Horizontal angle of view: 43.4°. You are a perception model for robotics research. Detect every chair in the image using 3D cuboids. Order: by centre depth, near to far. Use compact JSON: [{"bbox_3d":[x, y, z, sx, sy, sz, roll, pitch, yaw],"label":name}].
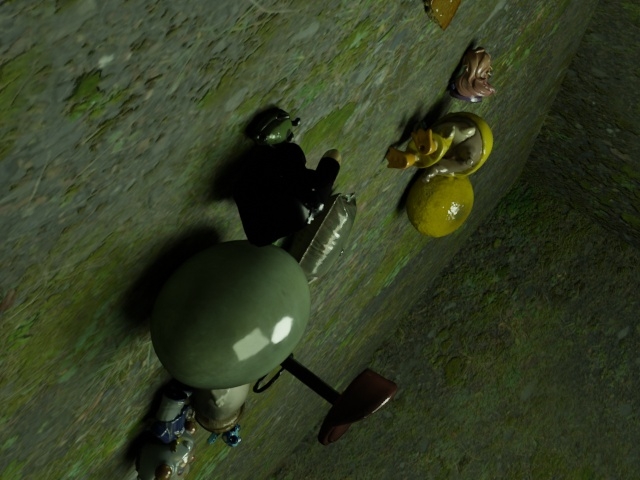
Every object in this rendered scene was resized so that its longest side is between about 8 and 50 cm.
[{"bbox_3d":[-0.027,0.337,1.970,0.226,0.401,0.226,-49,162,-23],"label":"chair"}]

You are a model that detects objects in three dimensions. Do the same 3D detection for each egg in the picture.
[{"bbox_3d":[-0.158,0.131,1.469,0.352,0.258,0.258,-22,143,-57],"label":"egg"}]

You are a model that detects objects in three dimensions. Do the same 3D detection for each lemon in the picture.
[{"bbox_3d":[0.375,-0.124,2.531,0.204,0.204,0.260,-25,143,-59],"label":"lemon"}]

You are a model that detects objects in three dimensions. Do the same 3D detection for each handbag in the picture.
[{"bbox_3d":[-0.085,-0.192,1.408,0.111,0.047,0.072,-33,153,-57],"label":"handbag"},{"bbox_3d":[0.000,0.000,1.906,0.270,0.117,0.182,-60,171,12],"label":"handbag"}]

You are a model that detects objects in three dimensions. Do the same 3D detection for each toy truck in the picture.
[{"bbox_3d":[-0.275,0.557,2.306,0.056,0.090,0.073,55,26,-72],"label":"toy truck"}]

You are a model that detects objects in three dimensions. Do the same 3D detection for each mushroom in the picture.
[{"bbox_3d":[-0.227,0.333,1.842,0.138,0.154,0.407,-29,154,-20],"label":"mushroom"}]

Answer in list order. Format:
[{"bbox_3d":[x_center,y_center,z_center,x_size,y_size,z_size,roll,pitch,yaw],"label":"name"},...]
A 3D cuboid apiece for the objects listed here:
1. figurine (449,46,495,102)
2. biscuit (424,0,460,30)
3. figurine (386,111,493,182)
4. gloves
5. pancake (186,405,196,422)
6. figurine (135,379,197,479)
[{"bbox_3d":[0.427,-0.448,2.210,0.157,0.126,0.114,110,-21,-44],"label":"figurine"},{"bbox_3d":[0.279,-0.540,1.774,0.126,0.025,0.206,-57,164,7],"label":"biscuit"},{"bbox_3d":[0.330,-0.258,2.213,0.344,0.215,0.187,-15,94,-49],"label":"figurine"},{"bbox_3d":[-0.054,-0.101,1.485,0.197,0.152,0.301,-23,-174,12],"label":"gloves"},{"bbox_3d":[-0.305,0.428,2.058,0.115,0.011,0.115,-46,160,-23],"label":"pancake"},{"bbox_3d":[-0.345,0.449,1.807,0.274,0.133,0.193,99,7,-45],"label":"figurine"}]
